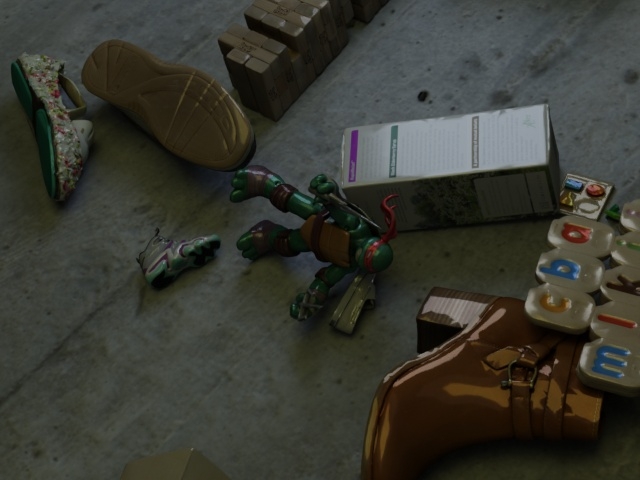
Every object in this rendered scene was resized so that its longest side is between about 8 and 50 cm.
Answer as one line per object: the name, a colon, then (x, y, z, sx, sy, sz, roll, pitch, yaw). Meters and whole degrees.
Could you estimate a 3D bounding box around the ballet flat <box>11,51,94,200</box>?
ballet flat: (-0.324, -0.150, 2.109, 0.077, 0.091, 0.241, -8, 52, -20)

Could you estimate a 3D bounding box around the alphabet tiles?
alphabet tiles: (0.359, 0.063, 1.754, 0.278, 0.021, 0.284, 14, 44, 11)

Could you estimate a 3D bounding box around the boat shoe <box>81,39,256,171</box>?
boat shoe: (-0.172, -0.158, 2.064, 0.285, 0.092, 0.103, 29, 87, 34)

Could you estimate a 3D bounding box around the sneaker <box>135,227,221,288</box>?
sneaker: (-0.170, 0.006, 1.972, 0.098, 0.038, 0.069, -29, 52, -9)

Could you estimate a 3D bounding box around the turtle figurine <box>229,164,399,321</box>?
turtle figurine: (0.000, 0.000, 1.860, 0.118, 0.175, 0.234, -8, 23, -42)

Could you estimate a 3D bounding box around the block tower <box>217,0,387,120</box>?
block tower: (0.007, -0.306, 2.134, 0.091, 0.097, 0.335, 28, 63, 29)

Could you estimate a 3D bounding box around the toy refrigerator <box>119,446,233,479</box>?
toy refrigerator: (-0.171, 0.343, 1.652, 0.102, 0.094, 0.269, -19, 39, 39)

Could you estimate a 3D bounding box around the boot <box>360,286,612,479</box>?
boot: (0.175, 0.181, 1.722, 0.220, 0.109, 0.283, 15, 51, 19)

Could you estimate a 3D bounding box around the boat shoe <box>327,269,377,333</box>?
boat shoe: (0.046, 0.062, 1.881, 0.035, 0.035, 0.100, 31, 58, 2)

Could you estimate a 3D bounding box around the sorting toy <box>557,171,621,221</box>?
sorting toy: (0.306, -0.047, 1.907, 0.083, 0.012, 0.062, 17, 59, 26)

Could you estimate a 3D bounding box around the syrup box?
syrup box: (0.147, -0.079, 1.916, 0.237, 0.093, 0.096, -5, 52, 14)
